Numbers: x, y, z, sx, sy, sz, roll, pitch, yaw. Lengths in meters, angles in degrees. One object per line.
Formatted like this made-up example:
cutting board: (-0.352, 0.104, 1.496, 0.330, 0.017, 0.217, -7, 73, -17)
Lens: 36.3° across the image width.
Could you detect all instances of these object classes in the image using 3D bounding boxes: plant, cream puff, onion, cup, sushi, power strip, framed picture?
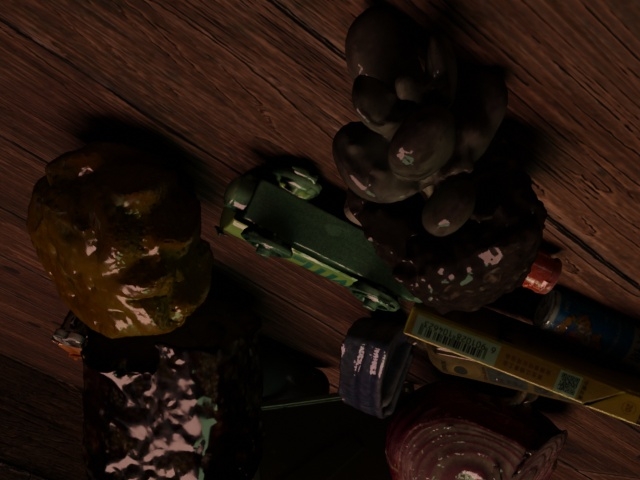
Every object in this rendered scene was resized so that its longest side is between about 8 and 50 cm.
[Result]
plant: (0.093, -0.051, 0.761, 0.146, 0.149, 0.274, 52, 177, 37)
cream puff: (-0.229, 0.000, 1.127, 0.244, 0.244, 0.196, 3, -175, 40)
onion: (0.226, 0.317, 1.501, 0.231, 0.272, 0.256, 28, 168, 27)
cup: (-0.104, 0.257, 1.757, 0.199, 0.199, 0.150, -2, 132, 47)
sushi: (-0.228, 0.240, 1.524, 0.282, 0.294, 0.299, -1, -161, 2)
power strip: (0.295, 0.169, 1.267, 0.388, 0.066, 0.092, 12, 156, 22)
framed picture: (0.031, 0.348, 1.621, 0.290, 0.211, 0.020, -7, 142, -3)

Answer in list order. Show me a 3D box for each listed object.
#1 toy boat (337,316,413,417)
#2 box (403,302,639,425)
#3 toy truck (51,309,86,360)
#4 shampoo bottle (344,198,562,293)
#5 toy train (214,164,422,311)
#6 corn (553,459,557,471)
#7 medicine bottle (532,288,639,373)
toy boat: (0.083, 0.180, 1.407, 0.078, 0.127, 0.283, 22, 163, 15)
box: (0.238, 0.126, 1.130, 0.279, 0.040, 0.153, 21, -170, 8)
toy truck: (-0.416, 0.187, 1.923, 0.271, 0.114, 0.135, 3, 150, 41)
shampoo bottle: (0.137, -0.007, 0.974, 0.221, 0.051, 0.108, 24, 155, -11)
toy train: (0.000, 0.000, 1.075, 0.253, 0.105, 0.157, 25, 171, -18)
corn: (0.271, 0.368, 1.772, 0.320, 0.096, 0.097, 6, 156, 33)
medicine bottle: (0.333, 0.111, 1.100, 0.191, 0.051, 0.051, 22, 160, -9)
